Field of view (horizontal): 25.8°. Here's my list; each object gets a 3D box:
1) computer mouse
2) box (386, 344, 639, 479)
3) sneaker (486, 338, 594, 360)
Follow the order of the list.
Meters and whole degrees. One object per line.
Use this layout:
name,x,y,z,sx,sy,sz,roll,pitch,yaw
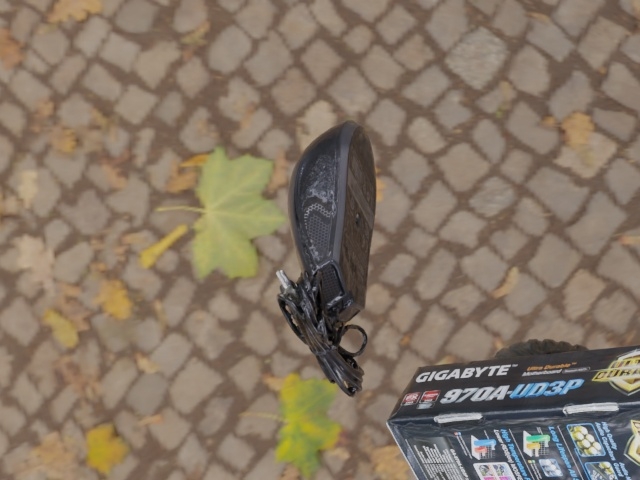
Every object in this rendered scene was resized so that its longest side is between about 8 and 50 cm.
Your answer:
computer mouse,0.000,0.000,1.365,0.072,0.188,0.272,-4,55,18
box,0.159,0.161,0.769,0.175,0.051,0.220,-10,119,38
sneaker,0.250,0.201,1.013,0.385,0.145,0.147,30,112,-24
